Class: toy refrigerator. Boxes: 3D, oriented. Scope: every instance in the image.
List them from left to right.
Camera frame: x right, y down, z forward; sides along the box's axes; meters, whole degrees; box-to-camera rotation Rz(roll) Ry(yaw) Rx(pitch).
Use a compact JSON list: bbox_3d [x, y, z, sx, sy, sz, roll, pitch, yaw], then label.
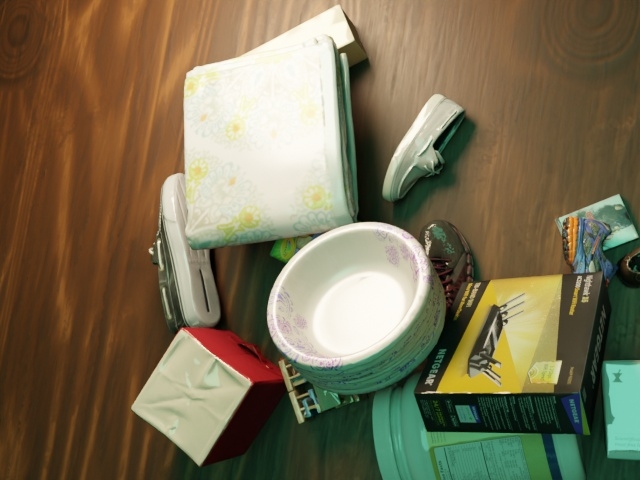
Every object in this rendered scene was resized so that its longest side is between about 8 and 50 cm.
[{"bbox_3d":[-0.054,-0.362,1.623,0.270,0.102,0.094,-25,75,14],"label":"toy refrigerator"}]

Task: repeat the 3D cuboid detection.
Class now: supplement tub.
[{"bbox_3d":[0.264,0.319,1.352,0.316,0.228,0.228,-12,79,17],"label":"supplement tub"}]

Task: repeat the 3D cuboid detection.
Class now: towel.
[{"bbox_3d":[-0.097,-0.180,1.495,0.321,0.090,0.374,-9,73,19],"label":"towel"}]

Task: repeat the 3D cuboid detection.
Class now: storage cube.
[{"bbox_3d":[-0.203,0.289,1.532,0.184,0.193,0.215,34,95,20],"label":"storage cube"}]

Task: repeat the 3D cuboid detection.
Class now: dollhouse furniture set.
[{"bbox_3d":[-0.014,0.255,1.477,0.129,0.184,0.129,-24,75,14],"label":"dollhouse furniture set"}]

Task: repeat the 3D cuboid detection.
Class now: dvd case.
[{"bbox_3d":[0.492,-0.021,1.437,0.119,0.013,0.087,-23,76,16],"label":"dvd case"}]

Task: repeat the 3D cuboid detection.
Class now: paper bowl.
[{"bbox_3d":[0.067,0.120,1.330,0.284,0.148,0.284,-17,47,19],"label":"paper bowl"}]

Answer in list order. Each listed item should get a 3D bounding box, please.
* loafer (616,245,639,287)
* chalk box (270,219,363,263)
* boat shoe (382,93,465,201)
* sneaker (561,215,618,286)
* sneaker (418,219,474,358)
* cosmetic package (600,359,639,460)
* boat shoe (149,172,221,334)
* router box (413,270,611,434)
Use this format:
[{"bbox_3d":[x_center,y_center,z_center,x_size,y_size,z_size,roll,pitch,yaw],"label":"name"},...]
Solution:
[{"bbox_3d":[0.609,0.017,1.357,0.220,0.078,0.080,-31,74,12],"label":"loafer"},{"bbox_3d":[0.000,0.000,1.537,0.213,0.132,0.132,27,92,19],"label":"chalk box"},{"bbox_3d":[0.198,-0.166,1.521,0.081,0.079,0.227,29,89,24],"label":"boat shoe"},{"bbox_3d":[0.471,0.066,1.391,0.087,0.083,0.221,-4,92,10],"label":"sneaker"},{"bbox_3d":[0.216,0.092,1.434,0.106,0.162,0.281,-9,80,17],"label":"sneaker"},{"bbox_3d":[0.531,0.267,1.292,0.151,0.184,0.151,-3,81,19],"label":"cosmetic package"},{"bbox_3d":[-0.294,0.030,1.636,0.119,0.121,0.335,-19,70,26],"label":"boat shoe"},{"bbox_3d":[0.308,0.169,1.254,0.243,0.309,0.081,-7,117,28],"label":"router box"}]
